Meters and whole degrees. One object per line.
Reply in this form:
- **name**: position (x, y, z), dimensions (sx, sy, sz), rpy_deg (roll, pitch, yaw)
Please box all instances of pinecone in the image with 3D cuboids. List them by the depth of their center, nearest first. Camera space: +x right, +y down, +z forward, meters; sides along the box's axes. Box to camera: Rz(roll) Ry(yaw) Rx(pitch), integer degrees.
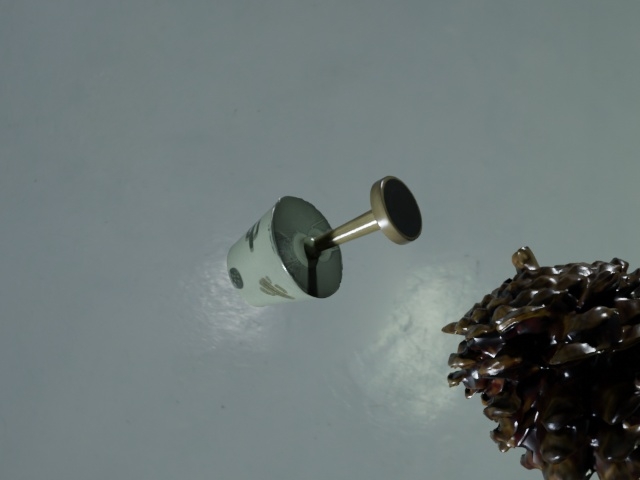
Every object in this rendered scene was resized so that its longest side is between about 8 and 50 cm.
- **pinecone**: position (0.264, 0.128, 0.832), dimensions (0.257, 0.243, 0.243), rpy_deg (41, 74, 10)

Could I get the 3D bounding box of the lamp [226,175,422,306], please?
- **lamp**: position (0.000, 0.000, 0.880), dimensions (0.121, 0.214, 0.121), rpy_deg (30, 47, -40)
